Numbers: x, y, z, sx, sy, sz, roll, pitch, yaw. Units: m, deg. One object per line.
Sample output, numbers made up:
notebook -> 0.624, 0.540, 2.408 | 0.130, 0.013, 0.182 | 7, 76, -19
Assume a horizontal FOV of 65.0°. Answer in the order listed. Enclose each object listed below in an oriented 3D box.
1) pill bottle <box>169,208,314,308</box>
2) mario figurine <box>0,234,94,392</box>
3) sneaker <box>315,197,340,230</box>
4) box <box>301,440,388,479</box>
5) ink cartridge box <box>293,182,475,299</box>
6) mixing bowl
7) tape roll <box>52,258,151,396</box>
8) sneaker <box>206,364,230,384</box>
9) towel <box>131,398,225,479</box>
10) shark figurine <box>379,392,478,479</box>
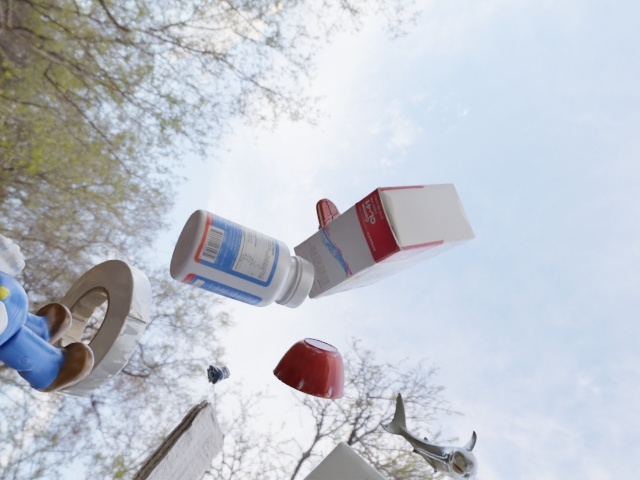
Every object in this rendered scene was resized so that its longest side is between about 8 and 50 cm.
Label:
pill bottle -> -0.128, 0.042, 0.849 | 0.124, 0.221, 0.124 | -42, -145, 39
mario figurine -> -0.361, 0.051, 0.552 | 0.198, 0.320, 0.170 | 5, -120, 17
sneaker -> 0.000, 0.000, 1.351 | 0.128, 0.087, 0.221 | -8, -76, 38
box -> -0.006, 0.289, 0.375 | 0.119, 0.182, 0.181 | 32, -133, 30
ink cartridge box -> 0.120, 0.004, 1.037 | 0.306, 0.226, 0.131 | -31, -108, 49
mixing bowl -> -0.013, 0.294, 1.197 | 0.181, 0.181, 0.098 | 21, -88, 41
tape roll -> -0.633, 0.237, 1.407 | 0.392, 0.072, 0.392 | -21, -130, 27
sneaker -> -0.272, 0.357, 1.360 | 0.135, 0.058, 0.052 | 149, -68, -67
towel -> -0.357, 0.574, 1.313 | 0.049, 0.187, 0.282 | 9, -144, 28
shark figurine -> 0.254, 0.414, 1.020 | 0.116, 0.166, 0.278 | -43, -164, -18
